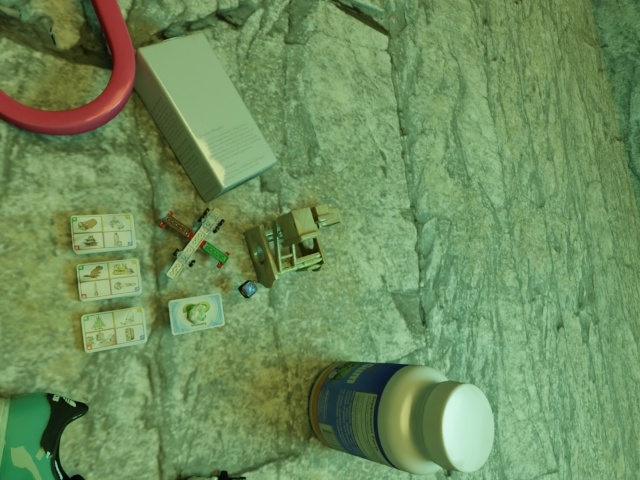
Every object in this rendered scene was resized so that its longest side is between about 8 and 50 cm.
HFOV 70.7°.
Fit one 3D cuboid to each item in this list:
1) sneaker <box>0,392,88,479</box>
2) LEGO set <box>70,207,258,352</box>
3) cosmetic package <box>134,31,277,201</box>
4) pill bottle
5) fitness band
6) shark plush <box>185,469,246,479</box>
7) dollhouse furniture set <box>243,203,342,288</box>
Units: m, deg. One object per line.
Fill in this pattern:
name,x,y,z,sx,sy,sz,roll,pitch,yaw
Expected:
sneaker,-0.310,0.318,0.474,0.121,0.108,0.301,6,74,-31
LEGO set,-0.217,0.047,0.659,0.245,0.060,0.182,-7,87,-28
cosmetic package,-0.183,-0.190,0.705,0.117,0.086,0.231,-35,98,-36
pill bottle,0.116,0.267,0.696,0.153,0.272,0.152,10,74,-35
fitness band,-0.367,-0.280,0.587,0.209,0.054,0.290,-22,92,-28
shark plush,-0.177,0.358,0.618,0.161,0.073,0.067,-8,104,-58
dollhouse furniture set,0.000,0.000,0.744,0.182,0.161,0.101,-16,89,-37
